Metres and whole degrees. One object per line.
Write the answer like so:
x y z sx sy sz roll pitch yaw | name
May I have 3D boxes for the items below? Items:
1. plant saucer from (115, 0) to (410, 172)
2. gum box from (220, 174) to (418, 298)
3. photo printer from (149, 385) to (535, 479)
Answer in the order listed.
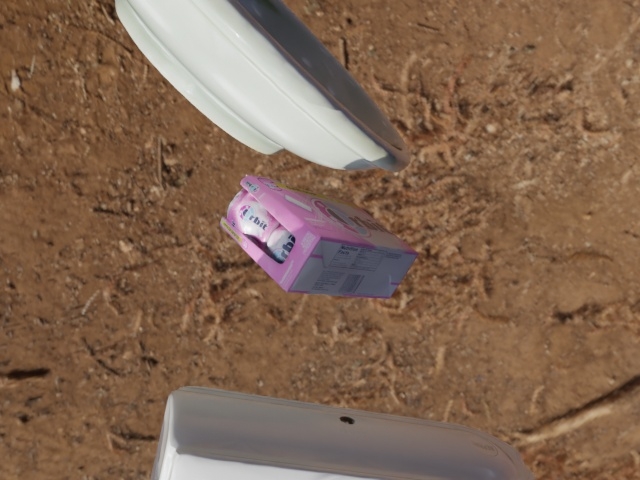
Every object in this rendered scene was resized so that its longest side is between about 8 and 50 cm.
-0.082 -0.191 0.700 0.100 0.400 0.400 -43 137 14 | plant saucer
0.000 0.000 0.721 0.188 0.107 0.062 10 116 -54 | gum box
0.009 0.255 0.576 0.308 0.107 0.256 12 107 -15 | photo printer
